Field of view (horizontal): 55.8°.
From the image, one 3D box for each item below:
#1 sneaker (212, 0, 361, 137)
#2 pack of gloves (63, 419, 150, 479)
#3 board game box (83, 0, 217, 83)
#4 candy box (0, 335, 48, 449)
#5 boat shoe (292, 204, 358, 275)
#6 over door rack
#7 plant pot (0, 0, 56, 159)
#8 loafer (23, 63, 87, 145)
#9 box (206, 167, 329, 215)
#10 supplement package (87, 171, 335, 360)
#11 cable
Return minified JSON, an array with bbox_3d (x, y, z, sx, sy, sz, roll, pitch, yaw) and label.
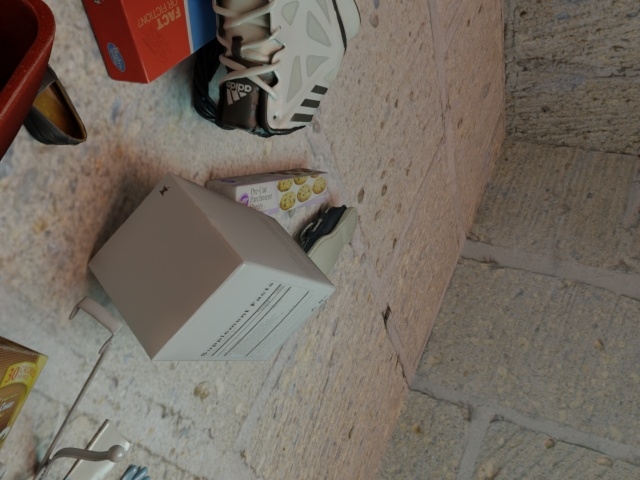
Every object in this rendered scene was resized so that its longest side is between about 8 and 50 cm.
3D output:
[{"bbox_3d":[-0.073,-0.280,0.762,0.447,0.169,0.257,39,65,-65],"label":"sneaker"},{"bbox_3d":[-0.332,0.413,0.882,0.232,0.046,0.195,-56,149,-36],"label":"pack of gloves"},{"bbox_3d":[-0.200,-0.387,0.722,0.242,0.064,0.316,-53,146,-39],"label":"board game box"},{"bbox_3d":[-0.389,0.231,0.552,0.183,0.088,0.316,113,-1,-74],"label":"candy box"},{"bbox_3d":[0.000,0.000,1.309,0.254,0.079,0.095,-55,145,-42],"label":"boat shoe"},{"bbox_3d":[-0.297,0.261,0.640,0.239,0.108,0.324,-70,-177,-63],"label":"over door rack"},{"bbox_3d":[-0.340,-0.046,0.354,0.236,0.267,0.267,-21,-136,67],"label":"plant pot"},{"bbox_3d":[-0.300,-0.170,0.632,0.062,0.061,0.170,-60,150,-28],"label":"loafer"},{"bbox_3d":[-0.086,-0.088,1.107,0.324,0.063,0.067,-18,117,-61],"label":"box"},{"bbox_3d":[-0.142,0.054,0.874,0.175,0.177,0.293,-46,155,9],"label":"supplement package"},{"bbox_3d":[-0.137,-0.261,0.936,0.184,0.047,0.150,-60,150,-29],"label":"cable"}]
